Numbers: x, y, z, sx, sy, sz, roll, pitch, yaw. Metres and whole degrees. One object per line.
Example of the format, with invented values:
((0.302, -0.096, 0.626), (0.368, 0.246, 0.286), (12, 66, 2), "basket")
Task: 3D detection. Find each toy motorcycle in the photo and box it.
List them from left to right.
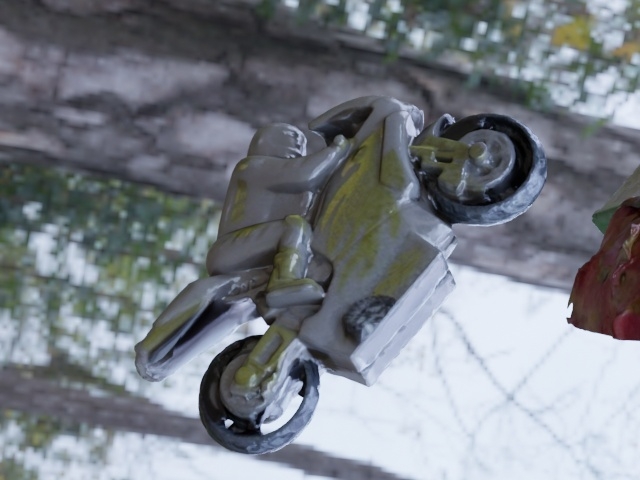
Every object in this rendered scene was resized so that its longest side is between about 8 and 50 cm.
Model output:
((0.000, 0.000, 1.241), (0.223, 0.340, 0.108), (37, -11, 30), "toy motorcycle")

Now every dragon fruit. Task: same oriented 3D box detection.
((0.332, 0.021, 1.297), (0.161, 0.274, 0.126), (-38, 126, -71), "dragon fruit")

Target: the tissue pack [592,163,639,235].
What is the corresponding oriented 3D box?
((0.496, 0.035, 1.662), (0.266, 0.356, 0.194), (-23, -164, 50), "tissue pack")
